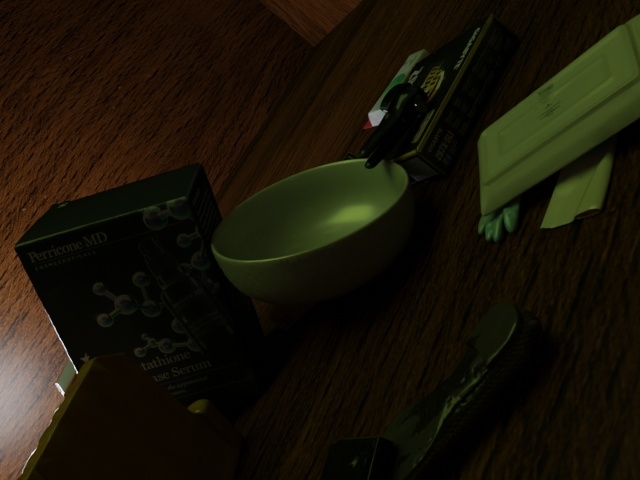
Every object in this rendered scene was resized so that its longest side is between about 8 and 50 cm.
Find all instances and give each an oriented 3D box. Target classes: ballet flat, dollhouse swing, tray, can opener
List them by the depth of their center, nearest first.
[{"bbox_3d":[0.132,0.169,0.626,0.250,0.058,0.084,-55,21,13],"label":"ballet flat"},{"bbox_3d":[0.280,-0.150,0.752,0.270,0.030,0.145,-39,32,43],"label":"tray"},{"bbox_3d":[-0.317,0.398,0.934,0.315,0.305,0.347,-42,21,33],"label":"dollhouse swing"},{"bbox_3d":[0.124,-0.194,1.075,0.073,0.059,0.186,4,56,50],"label":"can opener"}]

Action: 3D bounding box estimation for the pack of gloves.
[{"bbox_3d":[0.276,-0.108,0.786,0.195,0.046,0.232,-25,32,56],"label":"pack of gloves"}]

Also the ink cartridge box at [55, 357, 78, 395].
[{"bbox_3d":[-0.498,0.328,1.573,0.100,0.237,0.172,12,74,55],"label":"ink cartridge box"}]

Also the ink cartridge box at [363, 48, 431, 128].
[{"bbox_3d":[0.175,-0.367,1.557,0.181,0.056,0.224,-55,18,-5],"label":"ink cartridge box"}]

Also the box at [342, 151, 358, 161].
[{"bbox_3d":[0.028,-0.108,1.408,0.162,0.029,0.116,-56,-6,-11],"label":"box"}]

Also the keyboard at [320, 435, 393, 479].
[{"bbox_3d":[0.016,0.333,0.567,0.201,0.033,0.317,-37,31,60],"label":"keyboard"}]

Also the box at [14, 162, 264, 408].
[{"bbox_3d":[-0.298,0.103,1.147,0.293,0.396,0.212,-16,22,3],"label":"box"}]

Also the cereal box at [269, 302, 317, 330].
[{"bbox_3d":[-0.019,0.048,1.259,0.173,0.047,0.240,-44,19,24],"label":"cereal box"}]

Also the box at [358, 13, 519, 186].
[{"bbox_3d":[0.202,-0.239,1.188,0.322,0.079,0.257,-60,16,-18],"label":"box"}]

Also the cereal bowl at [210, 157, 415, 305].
[{"bbox_3d":[0.000,0.000,1.044,0.338,0.141,0.339,-18,24,8],"label":"cereal bowl"}]
